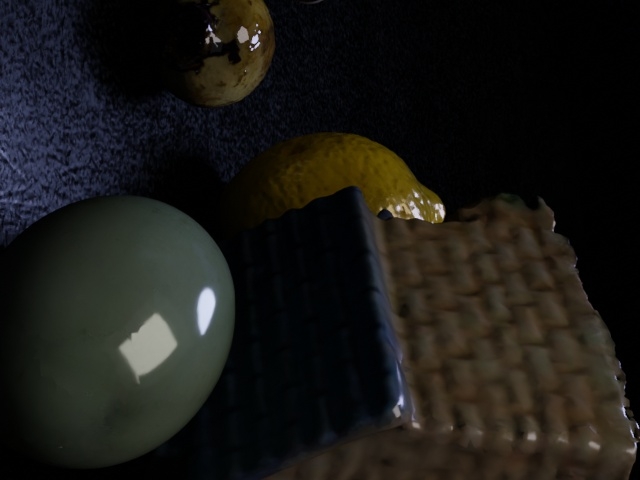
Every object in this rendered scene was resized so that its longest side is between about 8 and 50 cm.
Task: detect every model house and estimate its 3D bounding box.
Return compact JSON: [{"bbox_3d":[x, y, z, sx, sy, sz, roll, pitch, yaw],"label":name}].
[{"bbox_3d":[0.012,0.195,1.526,0.395,0.399,0.445,-103,-156,-50],"label":"model house"}]

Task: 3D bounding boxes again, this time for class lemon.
[{"bbox_3d":[0.007,-0.004,1.745,0.253,0.228,0.228,-31,128,-20],"label":"lemon"}]

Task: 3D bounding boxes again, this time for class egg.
[{"bbox_3d":[-0.174,0.070,1.301,0.283,0.202,0.203,-48,132,-63],"label":"egg"}]

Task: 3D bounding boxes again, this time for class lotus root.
[{"bbox_3d":[-0.106,-0.206,1.648,0.214,0.138,0.138,-49,134,-77],"label":"lotus root"}]

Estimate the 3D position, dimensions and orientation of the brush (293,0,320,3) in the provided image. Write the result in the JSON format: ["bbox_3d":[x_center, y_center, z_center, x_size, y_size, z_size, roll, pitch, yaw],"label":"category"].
[{"bbox_3d":[-0.021,-0.452,1.994,0.065,0.070,0.328,36,51,-88],"label":"brush"}]
